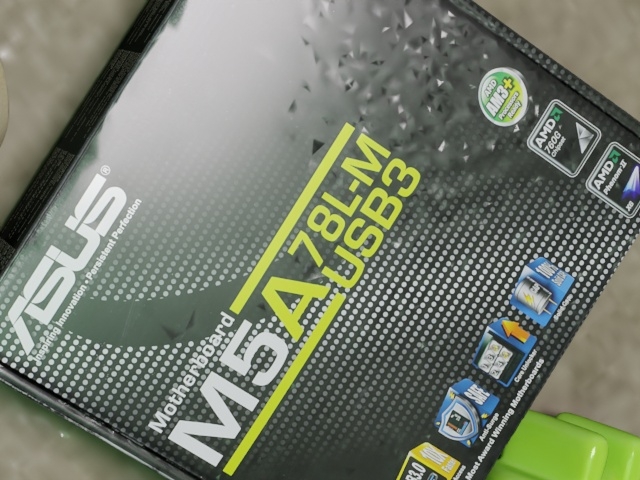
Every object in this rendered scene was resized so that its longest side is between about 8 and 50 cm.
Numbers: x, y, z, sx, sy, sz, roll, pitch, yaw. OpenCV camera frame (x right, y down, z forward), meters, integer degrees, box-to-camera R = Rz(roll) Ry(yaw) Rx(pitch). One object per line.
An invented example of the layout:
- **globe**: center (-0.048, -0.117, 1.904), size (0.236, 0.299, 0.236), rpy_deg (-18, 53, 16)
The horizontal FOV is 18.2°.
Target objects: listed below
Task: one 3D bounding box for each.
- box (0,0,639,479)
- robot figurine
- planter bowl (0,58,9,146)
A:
- **box**: center (0.000, 0.000, 0.674), size (0.184, 0.045, 0.191), rpy_deg (34, 87, -22)
- **robot figurine**: center (0.080, 0.120, 0.705), size (0.101, 0.067, 0.115), rpy_deg (10, 95, -49)
- **planter bowl**: center (-0.160, -0.035, 0.572), size (0.109, 0.162, 0.162), rpy_deg (-41, 110, -36)
